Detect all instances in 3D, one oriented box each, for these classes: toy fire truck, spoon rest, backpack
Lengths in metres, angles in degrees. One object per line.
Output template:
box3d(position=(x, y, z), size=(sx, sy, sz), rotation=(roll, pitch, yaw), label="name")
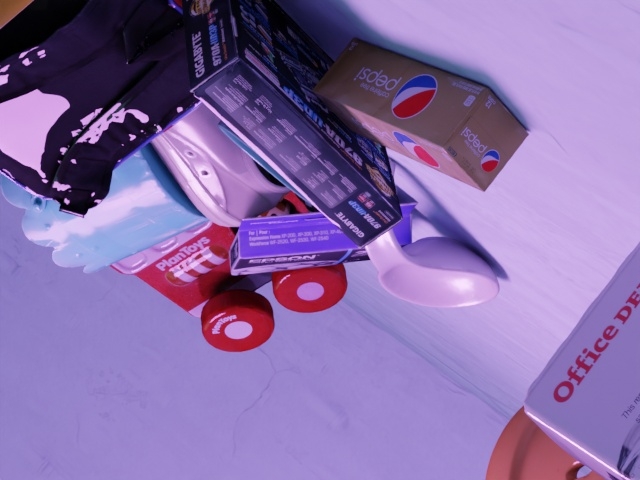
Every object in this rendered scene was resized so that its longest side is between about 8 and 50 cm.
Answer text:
box3d(position=(-0.114, -0.005, 1.938), size=(0.254, 0.302, 0.169), rotation=(37, -148, -40), label="toy fire truck")
box3d(position=(0.106, 0.017, 1.619), size=(0.137, 0.084, 0.276), rotation=(-6, 148, 28), label="spoon rest")
box3d(position=(-0.224, -0.185, 1.319), size=(0.276, 0.263, 0.213), rotation=(36, -139, -46), label="backpack")

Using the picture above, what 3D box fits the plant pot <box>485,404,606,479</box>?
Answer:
box3d(position=(0.328, 0.253, 1.413), size=(0.291, 0.291, 0.203), rotation=(38, 158, -1), label="plant pot")

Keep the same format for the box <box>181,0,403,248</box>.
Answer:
box3d(position=(-0.024, -0.119, 1.215), size=(0.220, 0.051, 0.175), rotation=(42, -157, -34), label="box")

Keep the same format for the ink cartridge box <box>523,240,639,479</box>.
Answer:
box3d(position=(0.280, 0.114, 0.956), size=(0.237, 0.172, 0.100), rotation=(32, 172, 45), label="ink cartridge box")

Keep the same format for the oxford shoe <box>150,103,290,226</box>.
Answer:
box3d(position=(-0.158, -0.190, 1.570), size=(0.130, 0.169, 0.449), rotation=(-18, 131, 26), label="oxford shoe")

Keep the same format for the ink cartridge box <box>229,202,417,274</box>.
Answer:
box3d(position=(0.000, 0.000, 1.722), size=(0.206, 0.045, 0.208), rotation=(-6, 171, -8), label="ink cartridge box")

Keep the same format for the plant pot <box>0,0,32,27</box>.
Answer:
box3d(position=(-0.308, -0.311, 1.161), size=(0.212, 0.212, 0.187), rotation=(34, 160, 35), label="plant pot")

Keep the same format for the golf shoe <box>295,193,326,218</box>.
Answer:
box3d(position=(-0.008, -0.070, 1.771), size=(0.094, 0.077, 0.198), rotation=(37, 173, 14), label="golf shoe")

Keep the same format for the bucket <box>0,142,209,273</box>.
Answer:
box3d(position=(-0.236, -0.115, 1.727), size=(0.281, 0.183, 0.281), rotation=(44, -144, -45), label="bucket")

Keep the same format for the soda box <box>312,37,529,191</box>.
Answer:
box3d(position=(0.073, -0.100, 1.121), size=(0.061, 0.058, 0.181), rotation=(42, 172, -37), label="soda box")

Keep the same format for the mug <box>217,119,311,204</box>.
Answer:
box3d(position=(-0.009, -0.099, 1.408), size=(0.157, 0.097, 0.129), rotation=(39, 178, -5), label="mug")
